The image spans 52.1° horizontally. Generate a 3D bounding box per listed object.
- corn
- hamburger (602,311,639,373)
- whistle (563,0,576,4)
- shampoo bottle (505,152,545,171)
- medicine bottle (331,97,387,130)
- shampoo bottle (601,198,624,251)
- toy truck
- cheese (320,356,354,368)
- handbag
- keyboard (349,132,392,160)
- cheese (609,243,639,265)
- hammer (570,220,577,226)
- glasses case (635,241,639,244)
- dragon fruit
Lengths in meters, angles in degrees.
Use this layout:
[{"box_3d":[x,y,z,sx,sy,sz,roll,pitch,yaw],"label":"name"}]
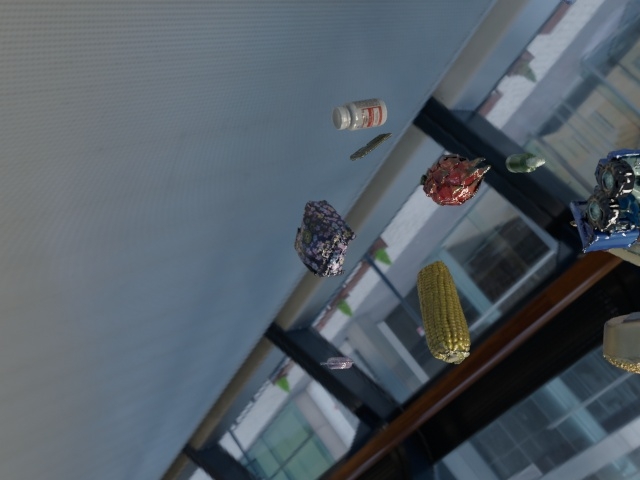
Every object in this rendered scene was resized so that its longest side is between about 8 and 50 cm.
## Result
[{"box_3d":[0.394,0.230,2.147,0.144,0.387,0.143,-5,136,-5],"label":"corn"},{"box_3d":[0.976,0.298,1.910,0.302,0.170,0.302,-12,176,-1],"label":"hamburger"},{"box_3d":[0.684,-0.754,1.913,0.304,0.062,0.062,-5,142,-50],"label":"whistle"},{"box_3d":[0.652,-0.248,2.090,0.065,0.065,0.204,-40,-175,3],"label":"shampoo bottle"},{"box_3d":[0.106,-0.347,1.807,0.140,0.079,0.079,-13,151,-23],"label":"medicine bottle"},{"box_3d":[0.717,-0.056,1.576,0.068,0.067,0.236,0,-151,47],"label":"shampoo bottle"},{"box_3d":[0.566,-0.080,1.260,0.113,0.126,0.208,-5,130,-11],"label":"toy truck"},{"box_3d":[0.061,0.441,2.358,0.105,0.042,0.191,1,168,-14],"label":"cheese"},{"box_3d":[0.000,0.000,2.072,0.127,0.228,0.207,-7,132,-37],"label":"handbag"},{"box_3d":[0.134,-0.248,1.731,0.129,0.015,0.049,-39,-157,-29],"label":"keyboard"},{"box_3d":[0.812,0.059,1.567,0.034,0.400,0.085,-50,140,-8],"label":"cheese"},{"box_3d":[0.619,-0.024,1.513,0.029,0.123,0.014,8,105,-11],"label":"hammer"},{"box_3d":[0.881,0.041,1.624,0.087,0.248,0.065,-12,106,-43],"label":"glasses case"},{"box_3d":[0.513,-0.230,2.490,0.274,0.193,0.192,-11,-164,12],"label":"dragon fruit"}]
